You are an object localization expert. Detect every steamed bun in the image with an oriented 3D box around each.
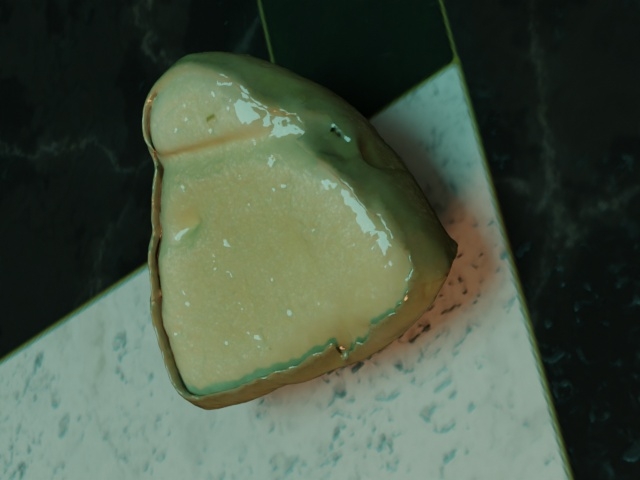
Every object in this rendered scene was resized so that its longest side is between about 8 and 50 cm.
[{"bbox_3d":[-0.018,-0.022,1.122,0.231,0.110,0.212,-23,84,38],"label":"steamed bun"}]
